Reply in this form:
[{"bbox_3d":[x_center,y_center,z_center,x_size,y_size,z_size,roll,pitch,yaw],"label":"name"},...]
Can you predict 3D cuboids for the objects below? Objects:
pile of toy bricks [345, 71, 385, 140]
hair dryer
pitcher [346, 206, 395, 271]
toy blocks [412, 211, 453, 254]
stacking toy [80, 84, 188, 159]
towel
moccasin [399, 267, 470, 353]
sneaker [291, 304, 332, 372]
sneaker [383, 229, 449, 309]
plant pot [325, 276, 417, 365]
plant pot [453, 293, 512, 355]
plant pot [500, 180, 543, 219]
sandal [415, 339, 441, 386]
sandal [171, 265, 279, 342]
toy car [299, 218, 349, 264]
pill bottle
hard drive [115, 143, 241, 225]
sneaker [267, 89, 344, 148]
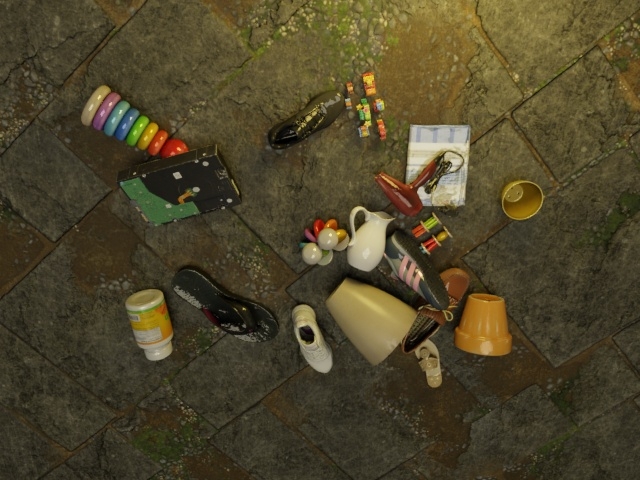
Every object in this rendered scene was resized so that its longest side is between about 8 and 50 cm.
[{"bbox_3d":[0.145,-0.412,1.610,0.118,0.105,0.212,-12,112,5],"label":"pile of toy bricks"},{"bbox_3d":[0.326,-0.189,1.706,0.294,0.080,0.223,1,95,-3],"label":"hair dryer"},{"bbox_3d":[0.149,-0.008,1.748,0.178,0.125,0.207,15,101,-32],"label":"pitcher"},{"bbox_3d":[0.375,-0.012,1.808,0.148,0.054,0.123,-39,109,15],"label":"toy blocks"},{"bbox_3d":[-0.576,-0.350,1.627,0.331,0.141,0.141,30,110,-17],"label":"stacking toy"},{"bbox_3d":[0.394,-0.250,1.720,0.210,0.034,0.284,0,111,2],"label":"towel"},{"bbox_3d":[0.411,0.262,1.873,0.139,0.147,0.380,37,108,-14],"label":"moccasin"},{"bbox_3d":[-0.037,0.399,1.928,0.114,0.152,0.304,-21,113,6],"label":"sneaker"},{"bbox_3d":[0.326,0.123,1.796,0.131,0.112,0.318,-42,75,38],"label":"sneaker"},{"bbox_3d":[0.159,0.266,1.842,0.274,0.256,0.256,38,108,1],"label":"plant pot"},{"bbox_3d":[0.603,0.301,1.878,0.205,0.205,0.187,2,97,-1],"label":"plant pot"},{"bbox_3d":[0.670,-0.150,1.729,0.135,0.095,0.134,0,114,0],"label":"plant pot"},{"bbox_3d":[0.437,0.497,2.010,0.088,0.079,0.239,-17,112,7],"label":"sandal"},{"bbox_3d":[-0.359,0.266,1.893,0.446,0.107,0.167,33,109,-13],"label":"sandal"},{"bbox_3d":[0.000,0.000,1.778,0.182,0.159,0.136,-43,72,16],"label":"toy car"},{"bbox_3d":[-0.629,0.318,1.898,0.137,0.136,0.245,-6,113,2],"label":"pill bottle"},{"bbox_3d":[-0.459,-0.175,1.683,0.339,0.064,0.236,-15,139,6],"label":"hard drive"},{"bbox_3d":[-0.043,-0.370,1.615,0.286,0.130,0.109,-35,107,12],"label":"sneaker"}]
